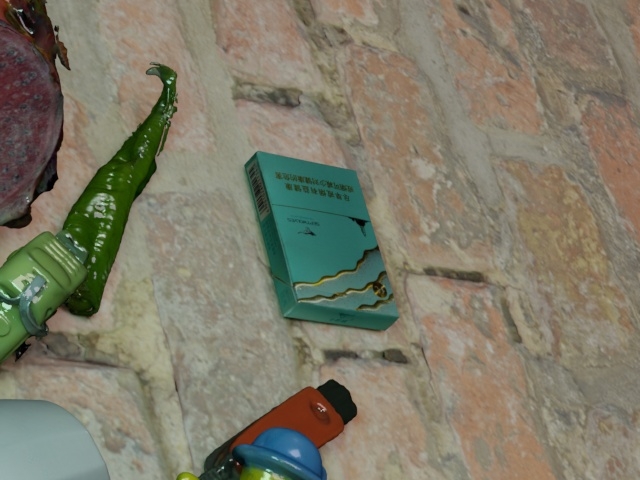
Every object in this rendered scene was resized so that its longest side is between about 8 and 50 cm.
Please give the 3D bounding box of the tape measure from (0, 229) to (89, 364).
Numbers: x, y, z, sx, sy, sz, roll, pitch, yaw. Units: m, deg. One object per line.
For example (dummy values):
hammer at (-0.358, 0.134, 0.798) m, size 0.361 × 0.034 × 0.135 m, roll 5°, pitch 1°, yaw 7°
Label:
tape measure at (-0.314, 0.069, 1.816) m, size 0.087 × 0.154 × 0.177 m, roll 47°, pitch 9°, yaw -3°

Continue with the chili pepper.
chili pepper at (-0.236, -0.063, 2.060) m, size 0.085 × 0.076 × 0.359 m, roll 48°, pitch 39°, yaw -29°

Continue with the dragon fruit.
dragon fruit at (-0.422, -0.183, 1.875) m, size 0.296 × 0.314 × 0.263 m, roll -6°, pitch 42°, yaw -18°

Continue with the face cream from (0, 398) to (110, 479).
face cream at (-0.360, 0.273, 1.478) m, size 0.357 × 0.312 × 0.219 m, roll -22°, pitch 73°, yaw -29°

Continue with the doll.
doll at (-0.113, 0.315, 1.798) m, size 0.363 × 0.145 × 0.199 m, roll -30°, pitch 122°, yaw -43°

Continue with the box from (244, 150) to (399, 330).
box at (0.000, 0.001, 2.239) m, size 0.162 × 0.041 × 0.229 m, roll 9°, pitch 52°, yaw -36°

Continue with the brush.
brush at (-0.057, 0.230, 1.987) m, size 0.070 × 0.051 × 0.323 m, roll 54°, pitch 40°, yaw 5°
